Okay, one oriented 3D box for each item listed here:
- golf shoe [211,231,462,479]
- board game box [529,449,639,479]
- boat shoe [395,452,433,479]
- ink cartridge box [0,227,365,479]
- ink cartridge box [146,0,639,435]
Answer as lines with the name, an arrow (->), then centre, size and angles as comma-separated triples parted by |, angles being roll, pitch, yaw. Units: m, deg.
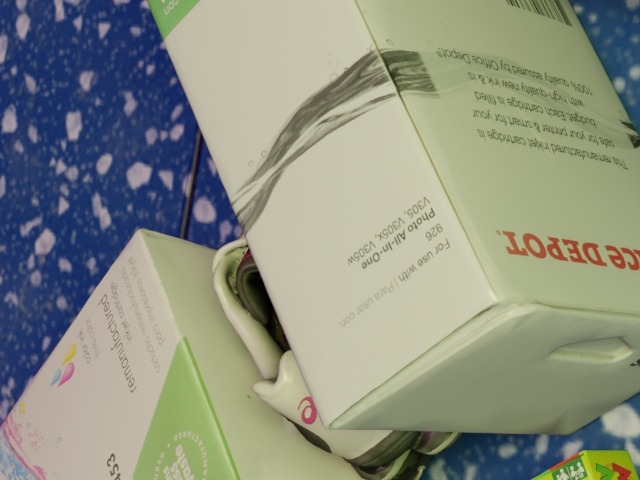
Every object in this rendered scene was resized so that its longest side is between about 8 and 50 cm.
golf shoe -> 0.000, 0.000, 0.993 | 0.105, 0.120, 0.273 | -44, 42, 25
board game box -> 0.096, 0.188, 0.957 | 0.181, 0.043, 0.092 | -34, 63, 34
boat shoe -> 0.038, 0.126, 1.020 | 0.125, 0.038, 0.046 | -64, 34, 15
ink cartridge box -> -0.124, 0.194, 1.074 | 0.353, 0.119, 0.207 | -53, 41, 26
ink cartridge box -> 0.053, -0.054, 0.909 | 0.121, 0.211, 0.289 | -39, 61, 31
